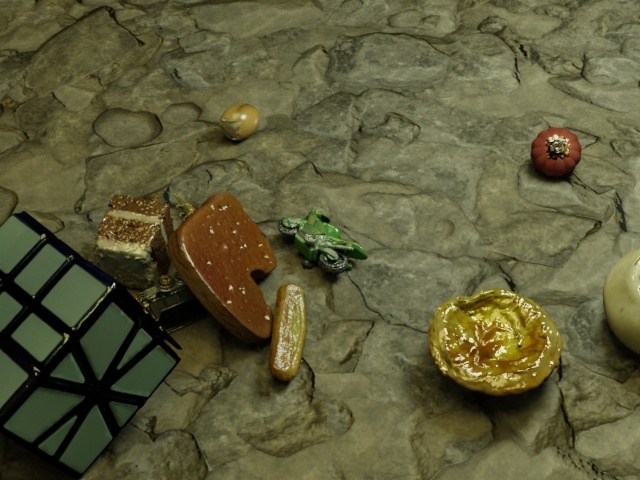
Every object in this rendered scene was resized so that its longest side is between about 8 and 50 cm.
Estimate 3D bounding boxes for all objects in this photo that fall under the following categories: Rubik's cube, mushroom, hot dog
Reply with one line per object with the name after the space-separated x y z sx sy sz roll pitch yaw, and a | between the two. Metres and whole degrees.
-0.449 0.171 1.653 0.283 0.288 0.293 29 71 31 | Rubik's cube
0.624 0.095 1.779 0.246 0.202 0.246 -9 39 8 | mushroom
-0.059 0.171 1.847 0.066 0.047 0.215 11 45 -9 | hot dog

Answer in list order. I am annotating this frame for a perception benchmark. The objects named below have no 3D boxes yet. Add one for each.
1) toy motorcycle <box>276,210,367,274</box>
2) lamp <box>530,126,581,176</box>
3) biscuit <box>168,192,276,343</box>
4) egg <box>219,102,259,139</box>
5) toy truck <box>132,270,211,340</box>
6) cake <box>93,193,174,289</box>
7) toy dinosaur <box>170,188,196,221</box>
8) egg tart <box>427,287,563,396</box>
0.000 0.000 2.006 0.106 0.074 0.190 -25 48 -32 | toy motorcycle
0.503 -0.189 2.145 0.108 0.092 0.107 -1 80 7 | lamp
-0.165 0.053 1.905 0.262 0.052 0.277 49 30 -10 | biscuit
-0.180 -0.272 2.276 0.080 0.080 0.096 24 53 25 | egg
-0.294 0.128 1.876 0.192 0.083 0.092 -23 53 -20 | toy truck
-0.366 0.008 1.971 0.135 0.135 0.147 11 51 13 | cake
-0.287 -0.067 2.111 0.113 0.026 0.041 36 49 22 | toy dinosaur
0.304 0.187 1.769 0.241 0.106 0.241 0 47 0 | egg tart
